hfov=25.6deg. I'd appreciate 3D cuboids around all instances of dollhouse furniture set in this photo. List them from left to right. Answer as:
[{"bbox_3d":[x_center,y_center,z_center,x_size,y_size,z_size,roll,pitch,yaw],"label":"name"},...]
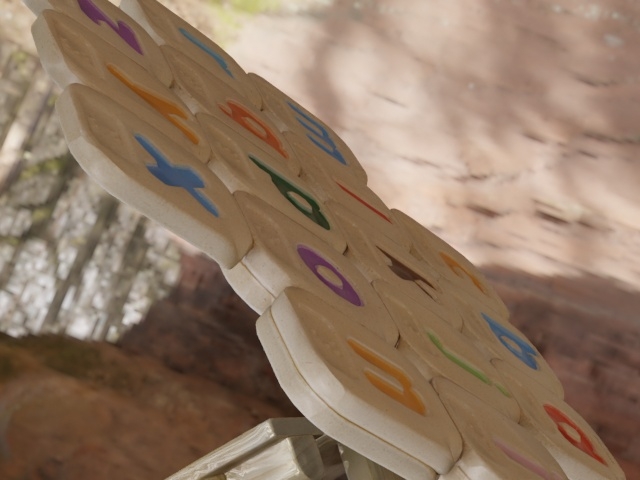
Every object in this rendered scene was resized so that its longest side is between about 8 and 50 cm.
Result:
[{"bbox_3d":[-0.020,0.168,0.602,0.123,0.151,0.144,-33,154,33],"label":"dollhouse furniture set"}]

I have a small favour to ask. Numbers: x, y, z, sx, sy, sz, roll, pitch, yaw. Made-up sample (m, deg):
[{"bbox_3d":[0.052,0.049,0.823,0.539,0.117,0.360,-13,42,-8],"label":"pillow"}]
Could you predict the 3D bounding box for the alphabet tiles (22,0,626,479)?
[{"bbox_3d":[0.000,0.000,0.539,0.278,0.021,0.284,33,-164,-35],"label":"alphabet tiles"}]
